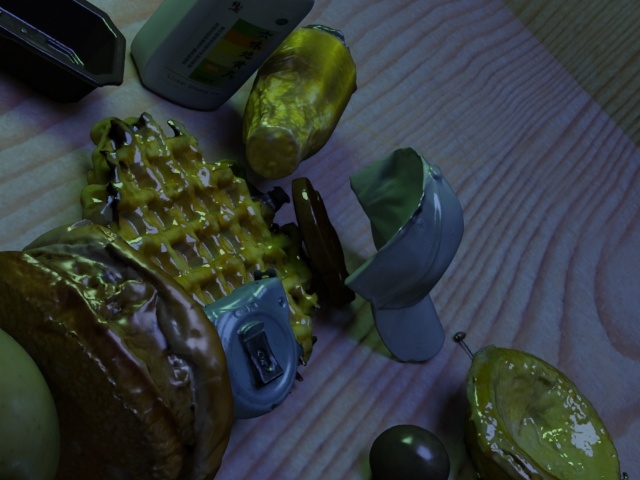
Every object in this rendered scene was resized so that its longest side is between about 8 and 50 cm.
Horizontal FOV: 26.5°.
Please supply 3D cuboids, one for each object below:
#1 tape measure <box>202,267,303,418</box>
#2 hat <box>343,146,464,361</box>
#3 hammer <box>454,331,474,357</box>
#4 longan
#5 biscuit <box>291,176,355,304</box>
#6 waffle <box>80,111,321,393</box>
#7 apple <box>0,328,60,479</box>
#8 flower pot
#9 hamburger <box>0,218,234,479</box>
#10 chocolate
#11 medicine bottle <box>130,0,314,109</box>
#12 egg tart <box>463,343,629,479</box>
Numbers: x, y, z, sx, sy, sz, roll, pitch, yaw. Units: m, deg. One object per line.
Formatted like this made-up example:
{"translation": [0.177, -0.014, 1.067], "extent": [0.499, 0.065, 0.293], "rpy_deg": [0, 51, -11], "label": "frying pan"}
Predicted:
{"translation": [-0.143, 0.156, 1.518], "extent": [0.330, 0.084, 0.164], "rpy_deg": [-32, 99, -44], "label": "tape measure"}
{"translation": [0.145, 0.032, 1.974], "extent": [0.258, 0.168, 0.301], "rpy_deg": [-84, 155, -51], "label": "hat"}
{"translation": [0.249, 0.194, 2.127], "extent": [0.029, 0.014, 0.123], "rpy_deg": [-19, 70, -49], "label": "hammer"}
{"translation": [0.114, 0.287, 1.748], "extent": [0.106, 0.106, 0.119], "rpy_deg": [50, -11, 8], "label": "longan"}
{"translation": [0.000, 0.000, 1.904], "extent": [0.236, 0.039, 0.180], "rpy_deg": [64, 10, -61], "label": "biscuit"}
{"translation": [-0.150, 0.013, 1.749], "extent": [0.382, 0.095, 0.379], "rpy_deg": [32, 32, -29], "label": "waffle"}
{"translation": [-0.351, 0.167, 1.104], "extent": [0.262, 0.262, 0.262], "rpy_deg": [33, 31, -23], "label": "apple"}
{"translation": [-0.386, -0.275, 1.812], "extent": [0.251, 0.084, 0.179], "rpy_deg": [29, 33, -26], "label": "flower pot"}
{"translation": [-0.217, 0.139, 1.289], "extent": [0.290, 0.314, 0.170], "rpy_deg": [42, 45, 19], "label": "hamburger"}
{"translation": [-0.042, -0.208, 2.041], "extent": [0.162, 0.162, 0.445], "rpy_deg": [41, 20, -8], "label": "chocolate"}
{"translation": [-0.123, -0.341, 1.991], "extent": [0.179, 0.324, 0.124], "rpy_deg": [16, 39, -43], "label": "medicine bottle"}
{"translation": [0.302, 0.294, 1.959], "extent": [0.315, 0.120, 0.315], "rpy_deg": [31, 31, -22], "label": "egg tart"}
